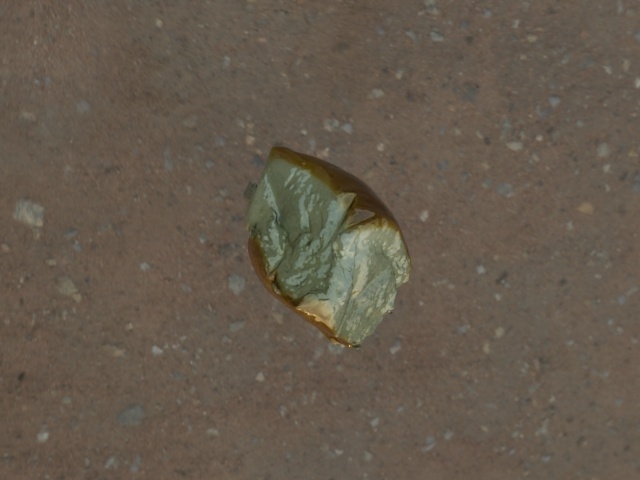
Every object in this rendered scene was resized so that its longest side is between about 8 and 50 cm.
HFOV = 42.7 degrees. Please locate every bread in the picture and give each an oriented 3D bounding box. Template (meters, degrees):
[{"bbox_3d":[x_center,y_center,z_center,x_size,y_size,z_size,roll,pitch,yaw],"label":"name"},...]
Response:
[{"bbox_3d":[0.000,0.000,1.273,0.225,0.279,0.250,-48,149,-3],"label":"bread"}]
